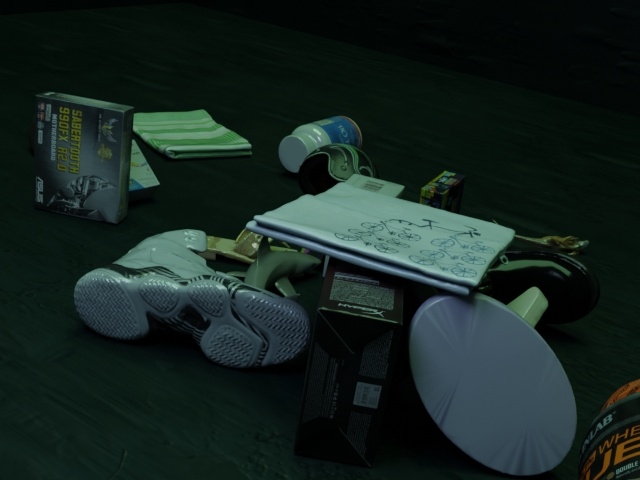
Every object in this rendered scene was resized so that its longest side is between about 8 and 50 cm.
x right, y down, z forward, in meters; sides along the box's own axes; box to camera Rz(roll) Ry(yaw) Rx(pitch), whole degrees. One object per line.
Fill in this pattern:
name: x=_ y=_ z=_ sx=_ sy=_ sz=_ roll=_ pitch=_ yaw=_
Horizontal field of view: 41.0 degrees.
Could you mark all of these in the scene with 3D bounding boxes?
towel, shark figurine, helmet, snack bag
towel: x=-0.350 y=-0.281 z=2.230 sx=0.247 sy=0.038 sz=0.325 roll=-7 pitch=28 yaw=-29
shark figurine: x=-0.089 y=0.053 z=1.456 sx=0.166 sy=0.116 sz=0.278 roll=7 pitch=21 yaw=2
helmet: x=0.041 y=-0.131 z=1.854 sx=0.169 sy=0.169 sz=0.162 roll=-4 pitch=42 yaw=-25
snack bag: x=0.111 y=-0.019 z=1.229 sx=0.323 sy=0.037 sz=0.342 roll=16 pitch=18 yaw=21

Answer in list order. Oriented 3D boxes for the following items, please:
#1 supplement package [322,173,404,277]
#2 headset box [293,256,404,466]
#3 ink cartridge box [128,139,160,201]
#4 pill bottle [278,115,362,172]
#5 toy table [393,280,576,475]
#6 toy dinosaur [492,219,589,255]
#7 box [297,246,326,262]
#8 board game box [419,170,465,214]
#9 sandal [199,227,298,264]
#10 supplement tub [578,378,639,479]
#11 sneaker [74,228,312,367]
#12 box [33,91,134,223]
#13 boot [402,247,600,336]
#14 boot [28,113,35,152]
supplement package: x=0.079 y=-0.016 z=1.575 sx=0.105 sy=0.179 sz=0.105 roll=15 pitch=24 yaw=15
headset box: x=0.047 y=0.130 z=1.185 sx=0.110 sy=0.218 sz=0.293 roll=10 pitch=24 yaw=2
ink cartridge box: x=-0.411 y=-0.146 z=1.807 sx=0.088 sy=0.052 sz=0.122 roll=-19 pitch=70 yaw=-45
pill bottle: x=-0.002 y=-0.233 z=2.119 sx=0.124 sy=0.124 sz=0.221 roll=21 pitch=28 yaw=29
toy table: x=0.216 y=0.170 z=1.157 sx=0.252 sy=0.274 sz=0.161 roll=-26 pitch=13 yaw=5
toy dinosaur: x=0.475 y=0.010 z=1.812 sx=0.211 sy=0.064 sz=0.112 roll=12 pitch=4 yaw=-13
box: x=0.000 y=0.000 z=1.635 sx=0.052 sy=0.062 sz=0.083 roll=26 pitch=16 yaw=10
board game box: x=0.230 y=-0.036 z=1.679 sx=0.048 sy=0.170 sz=0.141 roll=16 pitch=25 yaw=23
sandal: x=-0.135 y=-0.004 z=1.608 sx=0.239 sy=0.079 sz=0.088 roll=6 pitch=23 yaw=-5
supplement tub: x=0.383 y=0.298 z=0.920 sx=0.207 sy=0.207 sz=0.338 roll=13 pitch=23 yaw=12
sneaker: x=-0.176 y=0.076 z=1.336 sx=0.365 sy=0.138 sz=0.210 roll=9 pitch=26 yaw=10
box: x=-0.466 y=-0.162 z=1.678 sx=0.183 sy=0.231 sz=0.056 roll=12 pitch=20 yaw=8
boot: x=0.274 y=0.093 z=1.441 sx=0.347 sy=0.131 sz=0.260 roll=7 pitch=14 yaw=26
boot: x=-0.556 y=-0.210 z=1.956 sx=0.305 sy=0.112 sz=0.115 roll=30 pitch=12 yaw=33
